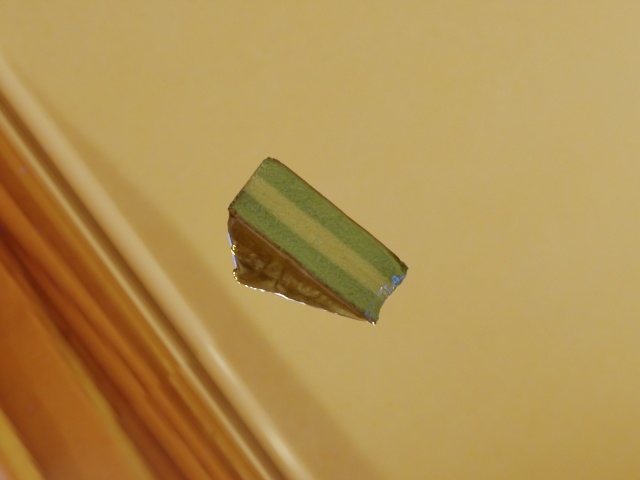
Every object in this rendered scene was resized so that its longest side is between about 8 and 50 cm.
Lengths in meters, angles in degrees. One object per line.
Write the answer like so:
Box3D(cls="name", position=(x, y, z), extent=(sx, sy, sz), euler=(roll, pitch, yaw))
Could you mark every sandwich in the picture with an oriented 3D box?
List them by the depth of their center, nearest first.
Box3D(cls="sandwich", position=(0.000, 0.000, 1.097), extent=(0.116, 0.074, 0.074), euler=(17, -132, 18))
